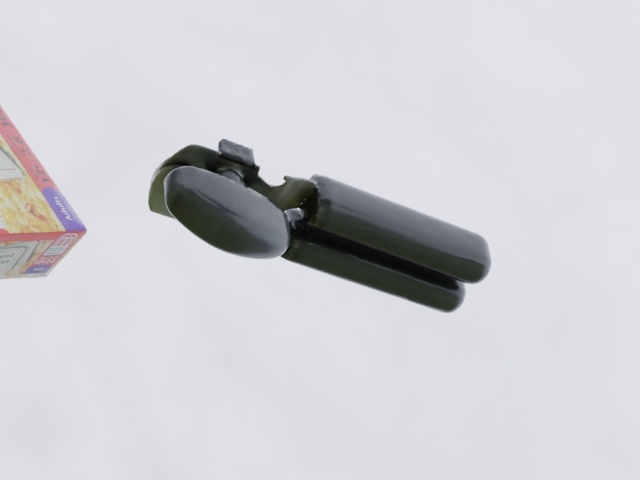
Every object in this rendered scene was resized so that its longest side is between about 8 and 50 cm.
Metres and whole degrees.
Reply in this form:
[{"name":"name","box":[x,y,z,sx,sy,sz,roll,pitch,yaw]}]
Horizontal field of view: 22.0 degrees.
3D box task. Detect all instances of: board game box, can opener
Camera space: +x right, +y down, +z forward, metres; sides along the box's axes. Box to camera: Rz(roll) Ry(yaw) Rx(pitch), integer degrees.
[{"name":"board game box","box":[-0.232,-0.043,0.872,0.045,0.193,0.147,-45,-108,23]},{"name":"can opener","box":[0.000,0.000,1.214,0.280,0.093,0.074,17,-47,-28]}]
